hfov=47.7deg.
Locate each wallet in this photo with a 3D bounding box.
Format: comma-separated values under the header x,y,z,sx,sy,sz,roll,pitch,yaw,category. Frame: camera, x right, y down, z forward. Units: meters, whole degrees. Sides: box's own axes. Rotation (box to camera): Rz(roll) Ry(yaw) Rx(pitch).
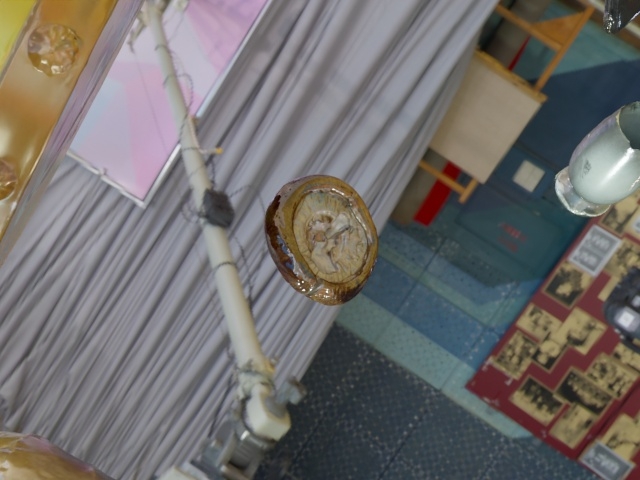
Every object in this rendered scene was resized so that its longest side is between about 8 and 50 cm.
x,y,z,sx,sy,sz,roll,pitch,yaw,category
0.612,-0.492,1.314,0.044,0.250,0.149,52,179,30,wallet

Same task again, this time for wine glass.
x,y,z,sx,sy,sz,roll,pitch,yaw,category
0.444,-0.119,1.103,0.111,0.111,0.204,33,154,6,wine glass

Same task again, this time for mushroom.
x,y,z,sx,sy,sz,roll,pitch,yaw,category
0.000,0.000,0.664,0.123,0.123,0.052,29,155,-27,mushroom

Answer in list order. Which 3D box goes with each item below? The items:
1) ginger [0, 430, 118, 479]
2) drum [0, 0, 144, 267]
x,y,z,sx,sy,sz,roll,pitch,yaw,category
-0.127,0.166,0.405,0.190,0.068,0.095,25,169,6,ginger
-0.272,-0.176,0.562,0.214,0.431,0.431,27,-172,-17,drum
